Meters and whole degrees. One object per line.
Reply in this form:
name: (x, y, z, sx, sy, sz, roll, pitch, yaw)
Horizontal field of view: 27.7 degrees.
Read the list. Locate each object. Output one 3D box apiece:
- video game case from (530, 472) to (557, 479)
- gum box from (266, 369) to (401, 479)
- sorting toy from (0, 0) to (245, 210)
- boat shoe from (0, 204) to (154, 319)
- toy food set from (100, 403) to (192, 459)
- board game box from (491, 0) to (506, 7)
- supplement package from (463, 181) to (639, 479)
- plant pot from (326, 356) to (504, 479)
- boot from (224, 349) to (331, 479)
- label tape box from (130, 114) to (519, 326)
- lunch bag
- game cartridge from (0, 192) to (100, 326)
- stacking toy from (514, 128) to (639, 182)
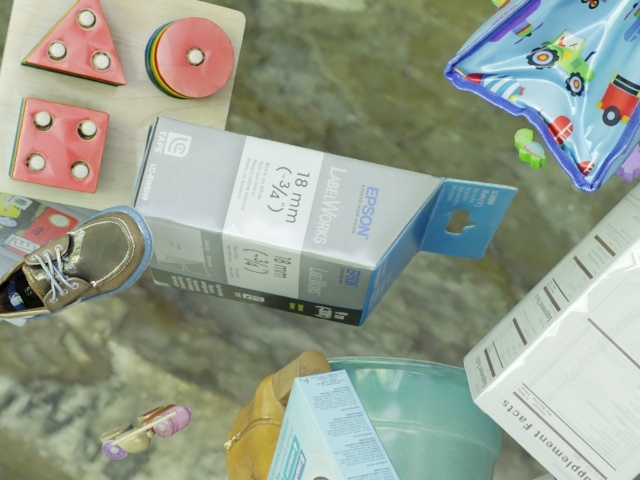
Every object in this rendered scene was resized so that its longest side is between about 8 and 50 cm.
video game case: (0.298, 0.304, 1.277, 0.329, 0.036, 0.300, 6, -169, 42)
gum box: (0.018, 0.204, 0.835, 0.041, 0.157, 0.184, -6, -135, -23)
sorting toy: (-0.220, -0.158, 1.426, 0.257, 0.255, 0.089, 11, -179, -19)
boat shoe: (-0.212, 0.029, 1.080, 0.066, 0.183, 0.066, -24, -96, -53)
toy food set: (-0.140, 0.154, 1.049, 0.019, 0.078, 0.122, 64, 171, -1)
board game box: (0.271, -0.315, 1.414, 0.124, 0.039, 0.259, 43, 150, 16)
supplement package: (0.247, 0.070, 1.032, 0.139, 0.244, 0.134, 44, -171, -5)
plant pot: (0.088, 0.368, 1.774, 0.341, 0.334, 0.341, 5, 159, 2)
boot: (-0.054, 0.301, 1.643, 0.104, 0.211, 0.295, 19, -133, -20)
label tape box: (0.000, 0.000, 1.249, 0.334, 0.106, 0.240, 12, 164, 2)
lunch bag: (0.243, -0.200, 0.897, 0.138, 0.293, 0.221, 40, -158, 4)
game cartridge: (-0.372, -0.012, 1.459, 0.196, 0.060, 0.294, 21, -158, -1)
stacking toy: (0.294, -0.110, 1.381, 0.221, 0.052, 0.167, 36, 157, 29)
